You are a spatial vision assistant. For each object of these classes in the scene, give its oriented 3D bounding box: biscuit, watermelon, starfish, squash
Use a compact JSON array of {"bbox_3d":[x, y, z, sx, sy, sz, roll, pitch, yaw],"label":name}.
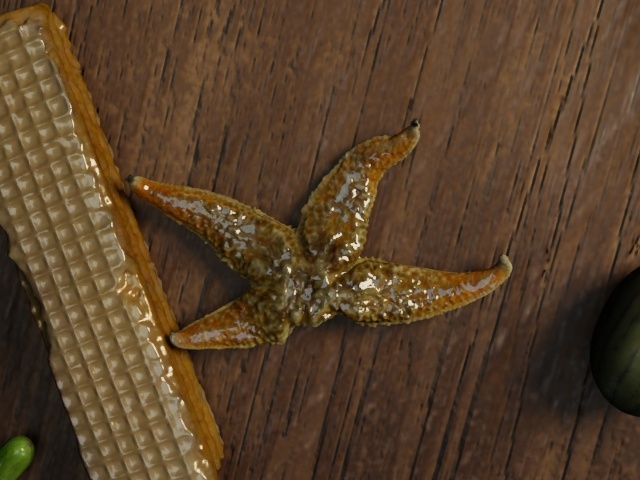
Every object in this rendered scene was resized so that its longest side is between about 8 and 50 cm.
[{"bbox_3d":[-0.169,0.019,0.696,0.094,0.054,0.378,-21,91,11],"label":"biscuit"},{"bbox_3d":[0.216,0.059,0.616,0.078,0.078,0.110,24,94,8],"label":"watermelon"},{"bbox_3d":[0.000,-0.002,0.670,0.247,0.050,0.138,-11,92,4],"label":"starfish"},{"bbox_3d":[-0.248,0.184,0.740,0.027,0.027,0.089,39,104,5],"label":"squash"}]
